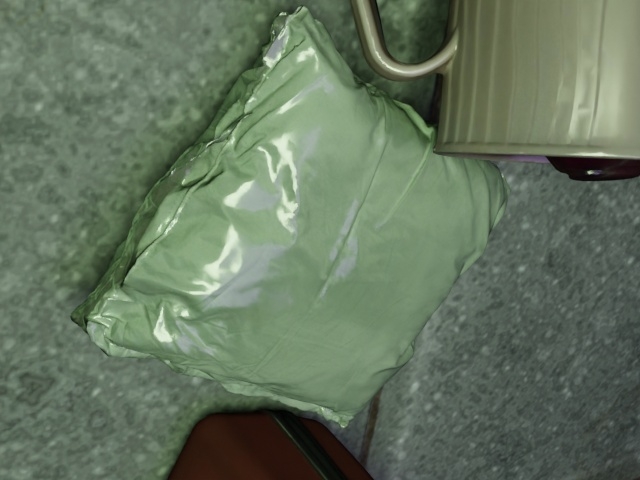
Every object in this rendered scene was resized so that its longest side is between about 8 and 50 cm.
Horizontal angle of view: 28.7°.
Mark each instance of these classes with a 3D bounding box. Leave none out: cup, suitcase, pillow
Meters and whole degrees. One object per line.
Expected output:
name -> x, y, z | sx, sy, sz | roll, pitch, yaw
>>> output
cup -> 0.170, -0.181, 0.902 | 0.208, 0.288, 0.273 | -4, 98, -67
suitcase -> -0.057, 0.317, 1.083 | 0.161, 0.236, 0.297 | 12, 111, -41
pillow -> 0.000, 0.000, 0.974 | 0.310, 0.138, 0.283 | 27, 98, -43
